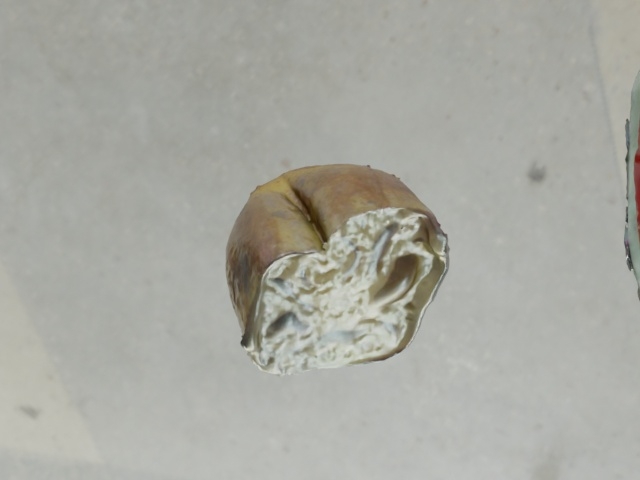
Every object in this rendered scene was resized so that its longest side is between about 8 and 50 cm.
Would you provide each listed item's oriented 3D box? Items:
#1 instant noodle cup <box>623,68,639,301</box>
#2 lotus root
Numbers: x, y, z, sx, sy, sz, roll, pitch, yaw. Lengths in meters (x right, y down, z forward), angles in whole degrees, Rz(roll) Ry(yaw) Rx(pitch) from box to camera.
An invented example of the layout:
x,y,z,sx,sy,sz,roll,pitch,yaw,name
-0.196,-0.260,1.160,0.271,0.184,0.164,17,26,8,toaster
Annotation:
x,y,z,sx,sy,sz,roll,pitch,yaw,name
0.308,-0.058,0.609,0.294,0.294,0.308,44,136,-11,instant noodle cup
-0.001,0.000,1.319,0.188,0.180,0.199,1,131,-27,lotus root
